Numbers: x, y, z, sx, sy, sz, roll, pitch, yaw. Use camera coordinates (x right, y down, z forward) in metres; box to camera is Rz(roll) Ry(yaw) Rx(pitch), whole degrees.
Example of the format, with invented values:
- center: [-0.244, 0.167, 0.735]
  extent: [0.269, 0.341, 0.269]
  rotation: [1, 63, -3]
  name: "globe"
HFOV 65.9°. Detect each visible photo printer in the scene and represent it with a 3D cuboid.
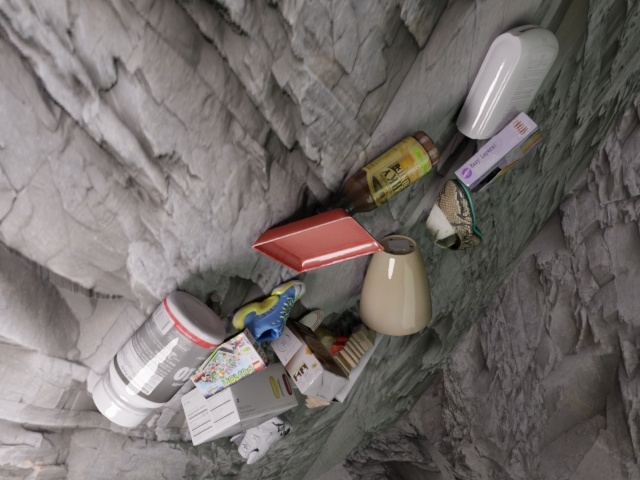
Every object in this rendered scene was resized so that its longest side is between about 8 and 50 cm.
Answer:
- center: [0.538, -0.451, 1.401]
  extent: [0.255, 0.107, 0.308]
  rotation: [-20, 141, -39]
  name: "photo printer"

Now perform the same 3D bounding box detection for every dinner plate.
- center: [-0.049, 0.283, 1.653]
  extent: [0.141, 0.017, 0.141]
  rotation: [-30, 146, -23]
  name: "dinner plate"

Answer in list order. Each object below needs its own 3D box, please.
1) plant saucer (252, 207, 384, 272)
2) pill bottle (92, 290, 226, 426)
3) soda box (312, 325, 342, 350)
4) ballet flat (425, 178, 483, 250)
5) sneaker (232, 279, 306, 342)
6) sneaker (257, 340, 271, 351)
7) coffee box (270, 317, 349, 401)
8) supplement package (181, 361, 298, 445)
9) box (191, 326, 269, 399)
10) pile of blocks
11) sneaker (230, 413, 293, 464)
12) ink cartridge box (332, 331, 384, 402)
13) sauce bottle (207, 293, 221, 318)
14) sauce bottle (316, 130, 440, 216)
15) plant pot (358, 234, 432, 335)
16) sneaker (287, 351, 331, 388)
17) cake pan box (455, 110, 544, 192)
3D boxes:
- center: [0.000, 0.000, 1.242]
  extent: [0.258, 0.048, 0.258]
  rotation: [-16, 157, 20]
  name: "plant saucer"
- center: [-0.361, 0.266, 1.108]
  extent: [0.283, 0.161, 0.161]
  rotation: [-48, 150, 4]
  name: "pill bottle"
- center: [0.021, 0.356, 1.786]
  extent: [0.061, 0.058, 0.181]
  rotation: [-49, 150, 6]
  name: "soda box"
- center: [0.472, -0.054, 1.772]
  extent: [0.182, 0.164, 0.483]
  rotation: [-33, 153, 10]
  name: "ballet flat"
- center: [-0.117, 0.207, 1.371]
  extent: [0.240, 0.126, 0.091]
  rotation: [-29, 146, -25]
  name: "sneaker"
- center: [-0.173, 0.309, 1.483]
  extent: [0.078, 0.067, 0.188]
  rotation: [-17, 136, -30]
  name: "sneaker"
- center: [-0.043, 0.357, 1.499]
  extent: [0.098, 0.246, 0.141]
  rotation: [-49, 136, 5]
  name: "coffee box"
- center: [-0.237, 0.480, 1.477]
  extent: [0.204, 0.145, 0.261]
  rotation: [-36, 156, 26]
  name: "supplement package"
- center: [-0.249, 0.326, 1.305]
  extent: [0.206, 0.114, 0.036]
  rotation: [-32, -172, 15]
  name: "box"
- center: [0.050, 0.419, 1.755]
  extent: [0.362, 0.113, 0.149]
  rotation: [-46, -164, -26]
  name: "pile of blocks"
- center: [-0.230, 0.704, 1.814]
  extent: [0.210, 0.137, 0.366]
  rotation: [-41, 153, -12]
  name: "sneaker"
- center: [0.130, 0.452, 1.899]
  extent: [0.371, 0.069, 0.176]
  rotation: [-50, -176, -26]
  name: "ink cartridge box"
- center: [-0.270, 0.188, 1.243]
  extent: [0.042, 0.042, 0.128]
  rotation: [-19, 143, -37]
  name: "sauce bottle"
- center: [0.147, -0.148, 1.280]
  extent: [0.344, 0.111, 0.111]
  rotation: [-37, 149, -4]
  name: "sauce bottle"
- center: [0.255, 0.128, 1.655]
  extent: [0.256, 0.256, 0.274]
  rotation: [-25, 127, -31]
  name: "plant pot"
- center: [-0.013, 0.458, 1.831]
  extent: [0.258, 0.094, 0.091]
  rotation: [-28, 148, -27]
  name: "sneaker"
- center: [0.548, -0.258, 1.513]
  extent: [0.267, 0.070, 0.245]
  rotation: [-43, 160, 21]
  name: "cake pan box"
